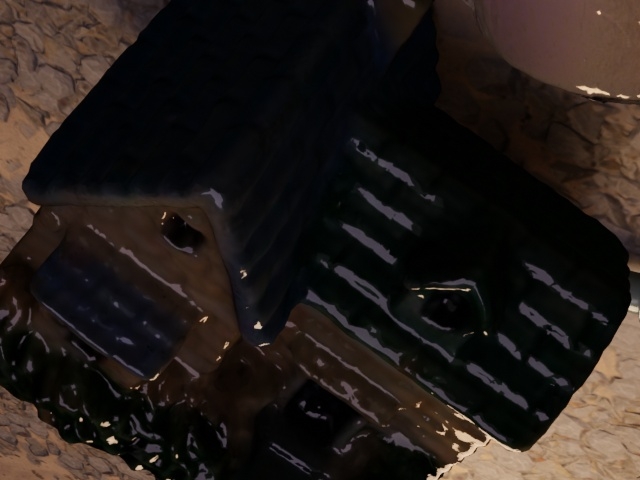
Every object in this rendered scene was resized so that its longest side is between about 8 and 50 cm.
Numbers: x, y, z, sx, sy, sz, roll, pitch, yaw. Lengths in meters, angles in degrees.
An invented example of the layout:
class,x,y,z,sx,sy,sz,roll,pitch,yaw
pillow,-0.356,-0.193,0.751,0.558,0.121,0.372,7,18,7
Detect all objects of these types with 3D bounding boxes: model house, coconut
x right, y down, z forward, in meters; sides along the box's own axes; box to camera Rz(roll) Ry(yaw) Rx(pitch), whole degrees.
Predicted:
class,x,y,z,sx,sy,sz,roll,pitch,yaw
model house,0.000,0.000,0.955,0.445,0.395,0.400,38,141,-5
coconut,0.194,-0.214,0.737,0.224,0.224,0.234,7,146,26

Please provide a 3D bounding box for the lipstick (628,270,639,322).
class,x,y,z,sx,sy,sz,roll,pitch,yaw
lipstick,0.314,0.053,1.113,0.274,0.061,0.068,14,154,27
